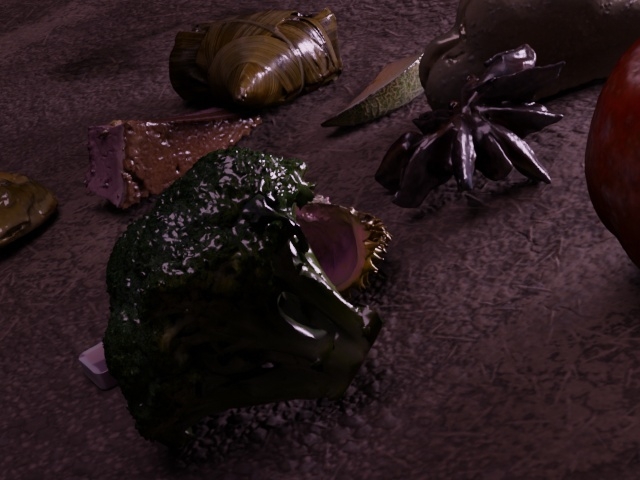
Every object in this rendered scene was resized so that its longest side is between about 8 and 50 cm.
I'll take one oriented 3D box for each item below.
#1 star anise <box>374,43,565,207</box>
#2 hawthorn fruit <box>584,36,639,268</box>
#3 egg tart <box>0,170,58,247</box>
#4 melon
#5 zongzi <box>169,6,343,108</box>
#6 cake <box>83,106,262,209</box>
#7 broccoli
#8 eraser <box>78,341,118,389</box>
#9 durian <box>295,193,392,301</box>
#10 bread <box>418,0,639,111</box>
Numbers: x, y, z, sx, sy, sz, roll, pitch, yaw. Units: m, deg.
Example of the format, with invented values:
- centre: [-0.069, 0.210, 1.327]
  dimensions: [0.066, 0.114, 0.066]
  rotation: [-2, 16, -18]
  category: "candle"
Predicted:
- centre: [0.189, -0.131, 1.833]
  dimensions: [0.283, 0.129, 0.212]
  rotation: [-45, 31, -26]
  category: "star anise"
- centre: [0.400, -0.088, 1.502]
  dimensions: [0.284, 0.284, 0.284]
  rotation: [-14, 29, 8]
  category: "hawthorn fruit"
- centre: [-0.494, -0.048, 2.104]
  dimensions: [0.232, 0.098, 0.252]
  rotation: [-22, 25, -15]
  category: "egg tart"
- centre: [0.081, -0.207, 2.094]
  dimensions: [0.098, 0.054, 0.182]
  rotation: [0, 32, 41]
  category: "melon"
- centre: [-0.144, -0.244, 2.182]
  dimensions: [0.286, 0.134, 0.288]
  rotation: [-4, 23, 31]
  category: "zongzi"
- centre: [-0.211, -0.149, 2.107]
  dimensions: [0.116, 0.113, 0.295]
  rotation: [10, 27, 39]
  category: "cake"
- centre: [-0.080, 0.059, 1.524]
  dimensions: [0.283, 0.321, 0.304]
  rotation: [27, 25, 1]
  category: "broccoli"
- centre: [-0.219, 0.128, 1.700]
  dimensions: [0.105, 0.026, 0.065]
  rotation: [-29, 33, -21]
  category: "eraser"
- centre: [-0.002, 0.001, 1.695]
  dimensions: [0.182, 0.132, 0.165]
  rotation: [-3, 40, 19]
  category: "durian"
- centre: [0.290, -0.279, 1.971]
  dimensions: [0.337, 0.183, 0.102]
  rotation: [-18, 36, 1]
  category: "bread"
